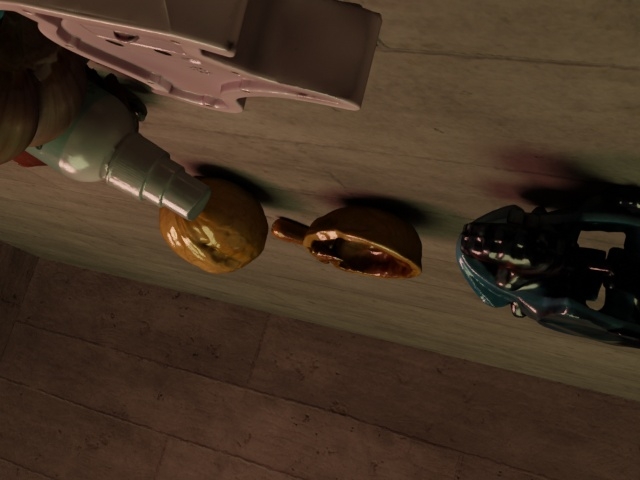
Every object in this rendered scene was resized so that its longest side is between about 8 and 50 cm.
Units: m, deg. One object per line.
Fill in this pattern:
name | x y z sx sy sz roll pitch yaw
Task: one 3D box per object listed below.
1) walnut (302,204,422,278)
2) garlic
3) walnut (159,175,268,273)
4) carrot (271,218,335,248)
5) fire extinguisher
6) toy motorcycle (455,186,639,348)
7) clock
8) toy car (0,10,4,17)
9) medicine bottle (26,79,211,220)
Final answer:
walnut | 0.077 -0.005 1.400 0.167 0.087 0.211 34 159 -35
garlic | -0.315 -0.165 0.935 0.191 0.214 0.160 -9 163 43
walnut | -0.174 -0.028 1.509 0.159 0.159 0.206 9 166 35
carrot | 0.000 0.000 1.682 0.190 0.037 0.037 16 169 -15
fire extinguisher | -0.338 -0.170 1.237 0.337 0.106 0.147 2 136 48
toy motorcycle | 0.335 0.035 1.094 0.415 0.172 0.232 11 177 -16
clock | -0.085 -0.171 0.778 0.290 0.080 0.275 16 178 22
toy car | -0.342 -0.261 0.789 0.126 0.098 0.161 9 168 27
medicine bottle | -0.285 -0.132 1.068 0.351 0.110 0.110 32 170 7
